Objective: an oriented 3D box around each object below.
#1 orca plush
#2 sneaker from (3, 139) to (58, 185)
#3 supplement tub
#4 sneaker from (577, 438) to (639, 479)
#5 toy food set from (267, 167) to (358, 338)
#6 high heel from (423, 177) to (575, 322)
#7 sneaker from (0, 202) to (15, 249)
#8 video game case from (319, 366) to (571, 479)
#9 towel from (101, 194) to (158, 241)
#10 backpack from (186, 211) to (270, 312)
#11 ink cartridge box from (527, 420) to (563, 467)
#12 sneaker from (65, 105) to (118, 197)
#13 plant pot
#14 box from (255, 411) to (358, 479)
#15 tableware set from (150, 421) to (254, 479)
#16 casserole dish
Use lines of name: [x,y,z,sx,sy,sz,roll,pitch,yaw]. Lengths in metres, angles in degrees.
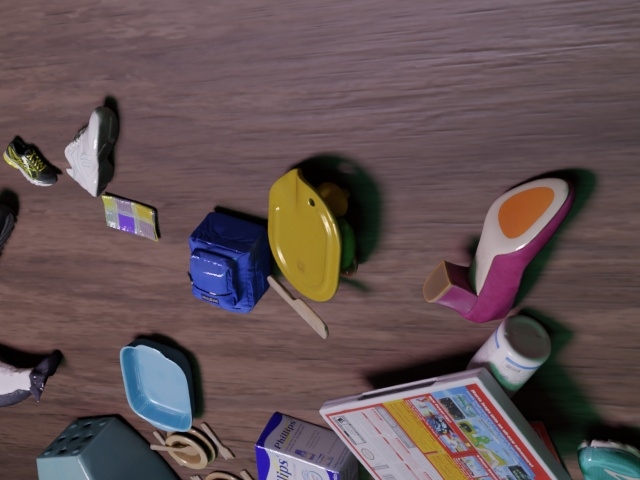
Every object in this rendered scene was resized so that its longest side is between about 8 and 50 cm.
orca plush: [-0.527,0.209,2.244,0.287,0.102,0.151,-12,78,27]
sneaker: [-0.390,-0.104,1.868,0.083,0.031,0.035,32,139,1]
supplement tub: [0.229,0.145,1.695,0.071,0.071,0.107,32,140,0]
sneaker: [0.400,0.362,1.769,0.107,0.110,0.275,-7,125,37]
toy food set: [0.000,0.000,1.709,0.128,0.071,0.218,39,143,30]
high heel: [0.232,0.017,1.587,0.117,0.082,0.244,17,132,-31]
sneaker: [-0.530,-0.008,2.011,0.132,0.086,0.229,36,140,-1]
video game case: [0.156,0.263,1.787,0.285,0.025,0.204,-18,117,45]
towel: [-0.256,-0.031,1.873,0.083,0.009,0.060,18,138,16]
backpack: [-0.122,0.039,1.791,0.098,0.101,0.120,21,142,23]
ink cartridge box: [0.225,0.368,1.918,0.261,0.066,0.296,-3,128,35]
sneaker: [-0.299,-0.118,1.783,0.061,0.054,0.152,29,140,8]
plant pot: [-0.341,0.411,2.245,0.165,0.165,0.234,-9,116,38]
box: [-0.019,0.334,2.031,0.137,0.072,0.126,16,136,19]
tableware set: [-0.180,0.371,2.192,0.128,0.039,0.194,-16,120,41]
casserole dish: [-0.239,0.213,2.078,0.114,0.037,0.188,16,137,18]
